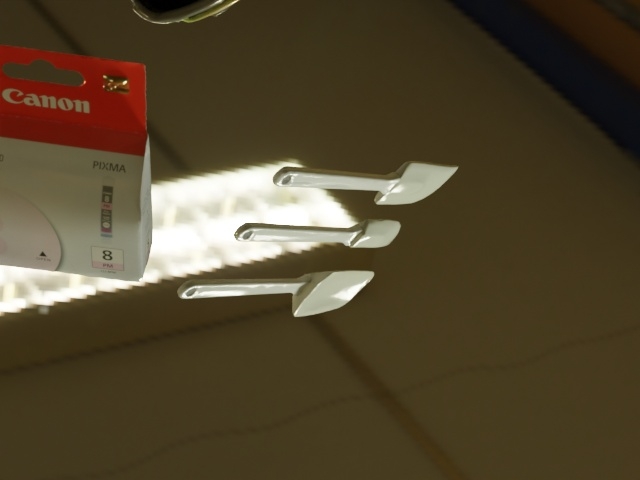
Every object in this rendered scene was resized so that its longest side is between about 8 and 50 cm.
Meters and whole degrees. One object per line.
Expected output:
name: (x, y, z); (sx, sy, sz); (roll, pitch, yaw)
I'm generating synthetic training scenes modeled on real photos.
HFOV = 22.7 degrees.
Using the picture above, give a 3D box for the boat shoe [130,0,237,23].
boat shoe: (-0.018, -0.249, 1.053); (0.109, 0.305, 0.091); (46, -146, -8)

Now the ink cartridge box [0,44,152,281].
ink cartridge box: (-0.249, -0.065, 1.426); (0.189, 0.232, 0.066); (7, -129, 2)

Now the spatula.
spatula: (0.000, 0.000, 1.234); (0.019, 0.168, 0.242); (53, -154, 21)
